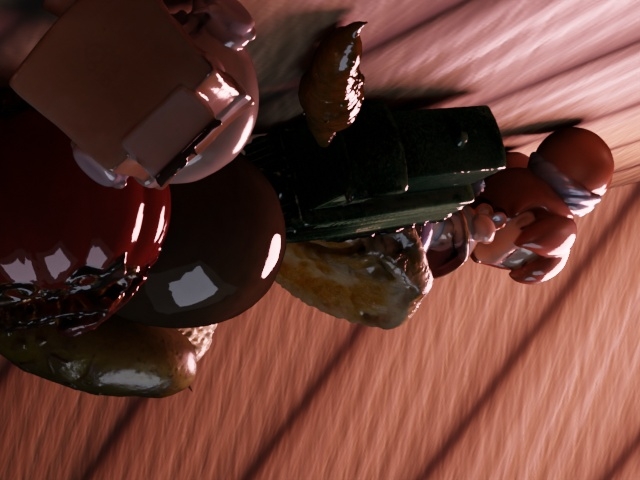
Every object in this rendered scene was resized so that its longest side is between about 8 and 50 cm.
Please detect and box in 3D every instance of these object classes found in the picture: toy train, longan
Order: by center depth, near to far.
[{"bbox_3d":[-0.151,-0.007,1.278,0.246,0.215,0.246,24,159,10],"label":"longan"},{"bbox_3d":[0.077,-0.087,1.428,0.330,0.138,0.178,-9,170,-37],"label":"toy train"}]

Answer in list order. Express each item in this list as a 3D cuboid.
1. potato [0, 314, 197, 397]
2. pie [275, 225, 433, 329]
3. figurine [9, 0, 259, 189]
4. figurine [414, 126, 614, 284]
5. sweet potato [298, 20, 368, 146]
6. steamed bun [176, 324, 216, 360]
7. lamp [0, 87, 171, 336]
[{"bbox_3d":[-0.250,0.113,1.329,0.251,0.113,0.149,26,171,-16],"label":"potato"},{"bbox_3d":[0.000,0.000,1.654,0.339,0.077,0.339,22,153,12],"label":"pie"},{"bbox_3d":[-0.115,-0.106,0.833,0.162,0.141,0.237,-46,178,9],"label":"figurine"},{"bbox_3d":[0.240,-0.047,1.857,0.388,0.248,0.276,3,171,-32],"label":"figurine"},{"bbox_3d":[0.012,-0.139,1.112,0.067,0.067,0.274,-11,170,-7],"label":"sweet potato"},{"bbox_3d":[-0.310,0.094,1.779,0.290,0.272,0.273,-3,171,-37],"label":"steamed bun"},{"bbox_3d":[-0.236,-0.020,1.015,0.227,0.227,0.227,-12,175,-1],"label":"lamp"}]
